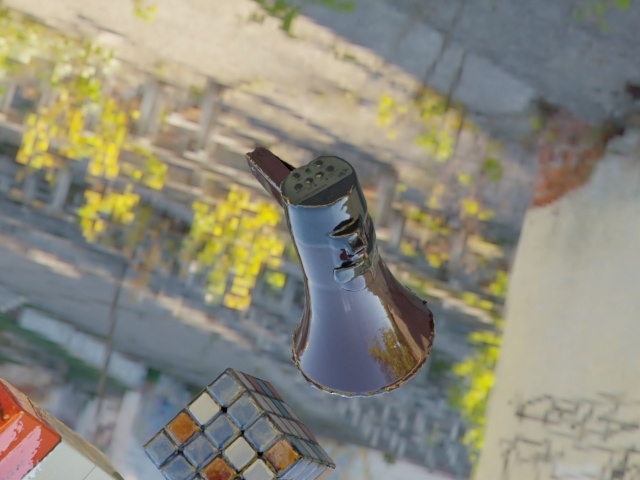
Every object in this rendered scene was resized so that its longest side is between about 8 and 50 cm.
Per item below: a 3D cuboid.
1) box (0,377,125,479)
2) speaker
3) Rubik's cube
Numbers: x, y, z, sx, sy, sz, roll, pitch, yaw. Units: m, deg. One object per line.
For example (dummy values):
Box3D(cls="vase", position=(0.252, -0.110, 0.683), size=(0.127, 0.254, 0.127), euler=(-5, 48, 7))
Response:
Box3D(cls="box", position=(-0.195, 0.154, 0.956), size=(0.048, 0.100, 0.152), euler=(41, 173, 35))
Box3D(cls="speaker", position=(0.023, 0.002, 1.983), size=(0.198, 0.259, 0.329), euler=(-12, 131, 4))
Box3D(cls="Rubik's cube", position=(-0.059, 0.163, 1.151), size=(0.092, 0.092, 0.092), euler=(49, -175, 21))
